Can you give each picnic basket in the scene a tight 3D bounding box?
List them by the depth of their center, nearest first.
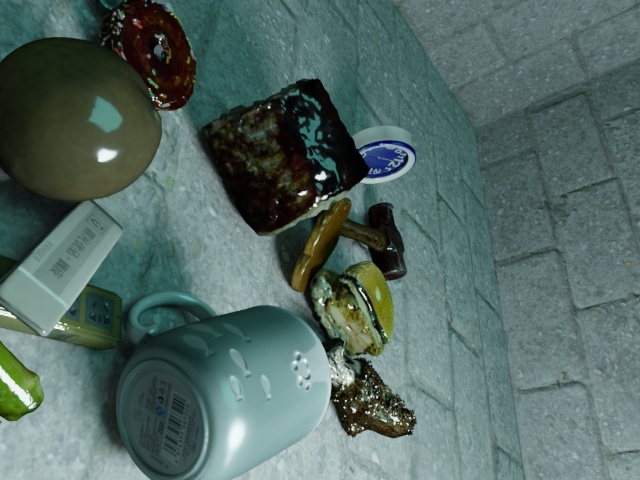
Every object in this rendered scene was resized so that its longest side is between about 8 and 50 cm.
[{"bbox_3d":[-0.411,-0.488,1.196,0.065,0.083,0.083,49,32,-24],"label":"picnic basket"}]

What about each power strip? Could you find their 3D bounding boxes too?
[{"bbox_3d":[-0.435,0.069,0.827,0.387,0.066,0.092,29,46,-49],"label":"power strip"}]

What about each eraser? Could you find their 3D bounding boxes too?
[{"bbox_3d":[-0.368,0.025,0.870,0.089,0.061,0.352,45,19,-19],"label":"eraser"}]

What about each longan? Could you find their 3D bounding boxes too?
[{"bbox_3d":[-0.364,-0.178,0.902,0.258,0.258,0.258,37,43,-44],"label":"longan"}]

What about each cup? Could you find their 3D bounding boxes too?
[{"bbox_3d":[-0.193,0.217,0.995,0.357,0.259,0.274,45,23,20],"label":"cup"}]

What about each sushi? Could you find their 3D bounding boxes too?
[{"bbox_3d":[-0.071,-0.191,1.367,0.294,0.299,0.281,64,14,-6],"label":"sushi"}]

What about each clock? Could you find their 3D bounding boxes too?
[{"bbox_3d":[0.183,-0.269,1.908,0.230,0.230,0.083,26,46,-51],"label":"clock"}]

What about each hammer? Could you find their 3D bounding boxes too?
[{"bbox_3d":[0.110,-0.026,1.804,0.409,0.095,0.242,18,57,-48],"label":"hammer"}]

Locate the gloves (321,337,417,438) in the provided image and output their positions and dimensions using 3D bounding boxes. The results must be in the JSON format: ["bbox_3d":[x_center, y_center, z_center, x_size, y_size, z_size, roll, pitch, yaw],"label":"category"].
[{"bbox_3d":[0.094,0.363,1.411,0.312,0.210,0.135,44,63,-1],"label":"gloves"}]

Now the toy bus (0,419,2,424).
[{"bbox_3d":[-0.490,0.143,0.664,0.274,0.090,0.112,57,40,-20],"label":"toy bus"}]

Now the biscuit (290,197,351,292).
[{"bbox_3d":[0.000,0.000,1.497,0.290,0.041,0.208,-57,166,-32],"label":"biscuit"}]

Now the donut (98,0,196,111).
[{"bbox_3d":[-0.346,-0.367,1.199,0.235,0.089,0.235,29,57,-57],"label":"donut"}]

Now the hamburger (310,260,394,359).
[{"bbox_3d":[0.090,0.162,1.528,0.288,0.167,0.192,66,24,-22],"label":"hamburger"}]

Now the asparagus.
[{"bbox_3d":[-0.433,0.116,0.733,0.060,0.067,0.277,-60,143,-44],"label":"asparagus"}]
